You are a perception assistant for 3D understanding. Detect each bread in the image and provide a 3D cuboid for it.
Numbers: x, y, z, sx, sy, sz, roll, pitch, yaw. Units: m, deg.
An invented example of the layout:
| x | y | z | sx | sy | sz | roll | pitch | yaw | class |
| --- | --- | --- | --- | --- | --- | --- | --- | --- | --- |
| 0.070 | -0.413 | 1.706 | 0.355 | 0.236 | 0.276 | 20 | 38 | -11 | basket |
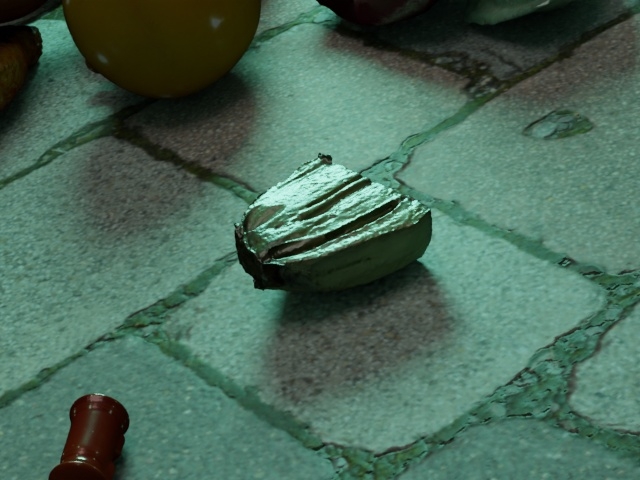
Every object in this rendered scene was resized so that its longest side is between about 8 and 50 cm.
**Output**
| x | y | z | sx | sy | sz | roll | pitch | yaw | class |
| --- | --- | --- | --- | --- | --- | --- | --- | --- | --- |
| -0.385 | -0.179 | 1.825 | 0.139 | 0.095 | 0.269 | 2 | 18 | 8 | bread |

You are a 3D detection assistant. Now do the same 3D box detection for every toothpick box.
| x | y | z | sx | sy | sz | roll | pitch | yaw | class |
| --- | --- | --- | --- | --- | --- | --- | --- | --- | --- |
| -0.171 | 0.157 | 1.242 | 0.047 | 0.047 | 0.083 | -8 | 34 | 12 | toothpick box |

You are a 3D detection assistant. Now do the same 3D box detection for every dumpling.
| x | y | z | sx | sy | sz | roll | pitch | yaw | class |
| --- | --- | --- | --- | --- | --- | --- | --- | --- | --- |
| 0.210 | -0.290 | 1.714 | 0.149 | 0.105 | 0.217 | -9 | 33 | 10 | dumpling |

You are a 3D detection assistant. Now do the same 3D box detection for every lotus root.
| x | y | z | sx | sy | sz | roll | pitch | yaw | class |
| --- | --- | --- | --- | --- | --- | --- | --- | --- | --- |
| 0.000 | 0.002 | 1.388 | 0.144 | 0.070 | 0.143 | -26 | 39 | -24 | lotus root |

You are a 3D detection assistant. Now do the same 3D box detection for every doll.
| x | y | z | sx | sy | sz | roll | pitch | yaw | class |
| --- | --- | --- | --- | --- | --- | --- | --- | --- | --- |
| -0.178 | -0.232 | 1.742 | 0.236 | 0.213 | 0.213 | -40 | 9 | 45 | doll |

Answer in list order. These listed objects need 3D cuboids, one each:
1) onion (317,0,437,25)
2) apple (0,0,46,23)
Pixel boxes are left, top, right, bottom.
| x | y | z | sx | sy | sz | roll | pitch | yaw | class |
| --- | --- | --- | --- | --- | --- | --- | --- | --- | --- |
| 0.106 | -0.345 | 1.773 | 0.195 | 0.272 | 0.272 | 17 | 13 | -35 | onion |
| -0.380 | -0.345 | 1.850 | 0.201 | 0.218 | 0.218 | 10 | 32 | -8 | apple |
